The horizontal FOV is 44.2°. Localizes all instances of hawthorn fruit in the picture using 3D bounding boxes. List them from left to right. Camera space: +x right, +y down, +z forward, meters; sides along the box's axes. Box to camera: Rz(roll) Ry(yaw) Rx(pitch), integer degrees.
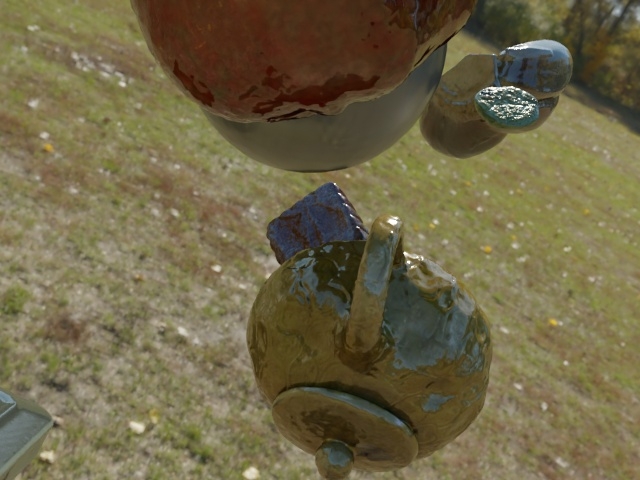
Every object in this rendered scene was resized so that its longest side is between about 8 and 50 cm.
[{"bbox_3d":[-0.024,-0.235,0.533,0.254,0.300,0.254,-15,18,5],"label":"hawthorn fruit"}]

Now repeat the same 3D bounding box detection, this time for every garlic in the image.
[{"bbox_3d":[0.308,-0.244,1.396,0.325,0.279,0.132,-6,74,-51],"label":"garlic"}]

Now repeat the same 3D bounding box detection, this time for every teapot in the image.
[{"bbox_3d":[0.031,0.108,0.629,0.203,0.311,0.167,15,52,7],"label":"teapot"}]

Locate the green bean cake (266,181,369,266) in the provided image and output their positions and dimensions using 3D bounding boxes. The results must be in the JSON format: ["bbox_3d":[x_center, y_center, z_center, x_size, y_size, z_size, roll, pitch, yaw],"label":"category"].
[{"bbox_3d":[0.000,0.000,1.141,0.056,0.135,0.135,42,17,-51],"label":"green bean cake"}]

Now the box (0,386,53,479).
[{"bbox_3d":[-0.583,0.230,1.067,0.373,0.090,0.367,27,2,-4],"label":"box"}]

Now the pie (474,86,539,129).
[{"bbox_3d":[0.231,-0.165,0.971,0.085,0.017,0.085,6,47,-7],"label":"pie"}]

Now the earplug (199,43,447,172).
[{"bbox_3d":[-0.004,-0.272,0.838,0.312,0.394,0.313,-2,37,1],"label":"earplug"}]
